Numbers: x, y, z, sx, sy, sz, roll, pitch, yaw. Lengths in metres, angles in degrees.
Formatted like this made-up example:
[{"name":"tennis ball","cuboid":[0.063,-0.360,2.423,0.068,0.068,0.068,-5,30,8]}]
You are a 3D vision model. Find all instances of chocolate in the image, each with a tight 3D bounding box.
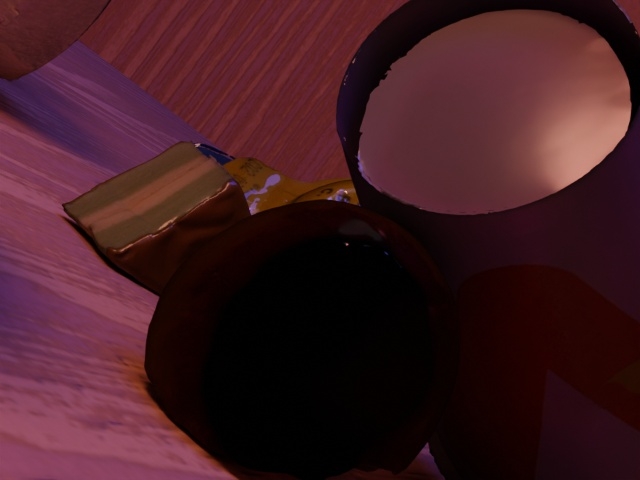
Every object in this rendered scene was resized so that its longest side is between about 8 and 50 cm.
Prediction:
[{"name":"chocolate","cuboid":[-0.010,0.047,0.563,0.124,0.127,0.133,66,-17,-10]}]

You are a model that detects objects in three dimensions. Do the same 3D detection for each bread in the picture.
[{"name":"bread","cuboid":[-0.078,0.026,0.782,0.074,0.084,0.139,39,-27,47]}]

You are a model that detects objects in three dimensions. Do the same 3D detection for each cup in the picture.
[{"name":"cup","cuboid":[0.112,0.012,0.682,0.203,0.203,0.288,39,-14,36]}]

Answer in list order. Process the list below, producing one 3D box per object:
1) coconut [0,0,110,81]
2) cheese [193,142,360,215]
[{"name":"coconut","cuboid":[-0.239,-0.232,0.995,0.230,0.227,0.227,27,8,-42]},{"name":"cheese","cuboid":[0.000,0.000,0.978,0.270,0.177,0.069,25,-41,14]}]
